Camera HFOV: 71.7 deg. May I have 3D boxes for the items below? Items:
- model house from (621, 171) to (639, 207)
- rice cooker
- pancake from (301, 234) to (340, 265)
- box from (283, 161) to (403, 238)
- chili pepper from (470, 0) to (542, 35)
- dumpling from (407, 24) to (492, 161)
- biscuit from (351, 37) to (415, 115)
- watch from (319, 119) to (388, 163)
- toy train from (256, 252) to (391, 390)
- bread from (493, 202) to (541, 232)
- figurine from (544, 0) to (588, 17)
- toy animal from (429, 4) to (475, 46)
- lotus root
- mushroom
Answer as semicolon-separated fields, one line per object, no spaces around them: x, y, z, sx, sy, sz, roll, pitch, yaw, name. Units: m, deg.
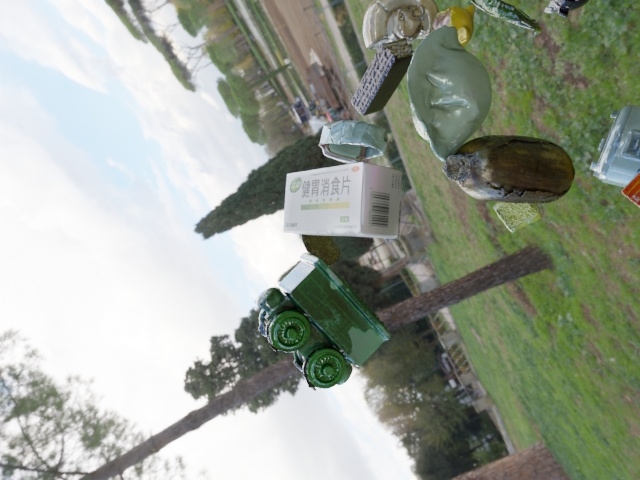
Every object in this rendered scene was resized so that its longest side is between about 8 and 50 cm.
0.880;-0.144;1.084;0.207;0.154;0.293;-68;-1;-47;model house
1.006;-0.265;1.332;0.264;0.317;0.316;-5;-116;-61;rice cooker
0.000;0.000;1.885;0.212;0.029;0.235;16;-126;-39;pancake
0.047;-0.098;1.176;0.145;0.333;0.173;6;-92;-39;box
0.611;-0.818;1.544;0.359;0.076;0.085;47;175;17;chili pepper
0.345;-0.394;1.262;0.320;0.270;0.212;59;169;6;dumpling
0.191;-0.495;1.350;0.070;0.106;0.252;55;147;14;biscuit
0.141;-0.407;1.799;0.241;0.254;0.161;-171;93;-75;watch
-0.006;0.175;0.927;0.266;0.202;0.145;48;171;-14;toy train
0.644;-0.099;1.451;0.129;0.114;0.111;56;-165;11;bread
0.988;-1.018;1.720;0.308;0.143;0.308;6;-90;-78;figurine
0.390;-0.603;1.370;0.156;0.156;0.229;63;158;15;toy animal
0.541;-0.201;1.266;0.179;0.398;0.195;-178;88;-74;lotus root
0.259;-0.729;1.433;0.195;0.254;0.188;-86;-16;-74;mushroom
